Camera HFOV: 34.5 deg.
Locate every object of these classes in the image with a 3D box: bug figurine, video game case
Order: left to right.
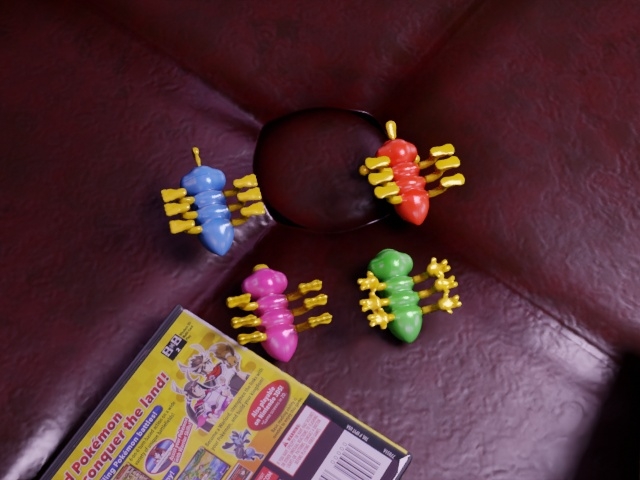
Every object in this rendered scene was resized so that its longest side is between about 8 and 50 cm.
[{"bbox_3d":[-0.099,0.225,0.853,0.248,0.035,0.275,31,66,12],"label":"video game case"},{"bbox_3d":[0.000,0.000,0.952,0.279,0.072,0.216,-8,70,-13],"label":"bug figurine"}]
